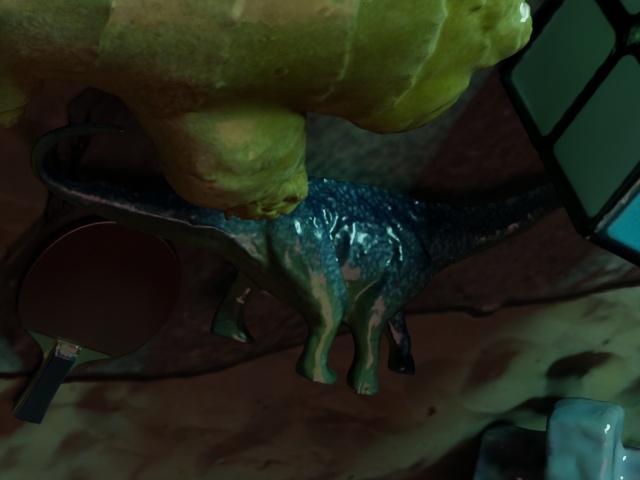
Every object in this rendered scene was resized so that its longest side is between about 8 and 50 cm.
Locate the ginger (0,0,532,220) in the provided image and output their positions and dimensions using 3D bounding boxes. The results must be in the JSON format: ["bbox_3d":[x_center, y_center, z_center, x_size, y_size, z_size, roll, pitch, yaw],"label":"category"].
[{"bbox_3d":[-0.079,-0.129,0.933,0.375,0.166,0.236,0,144,7],"label":"ginger"}]

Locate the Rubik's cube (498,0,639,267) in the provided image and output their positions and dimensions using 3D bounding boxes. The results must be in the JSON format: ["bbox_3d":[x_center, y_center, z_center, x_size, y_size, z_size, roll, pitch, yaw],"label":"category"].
[{"bbox_3d":[0.230,-0.082,0.986,0.167,0.180,0.183,24,119,-26],"label":"Rubik's cube"}]

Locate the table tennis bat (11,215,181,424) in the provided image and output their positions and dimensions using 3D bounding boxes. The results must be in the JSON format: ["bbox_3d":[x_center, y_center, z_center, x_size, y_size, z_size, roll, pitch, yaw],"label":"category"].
[{"bbox_3d":[-0.146,0.050,1.097,0.095,0.014,0.158,19,117,-27],"label":"table tennis bat"}]

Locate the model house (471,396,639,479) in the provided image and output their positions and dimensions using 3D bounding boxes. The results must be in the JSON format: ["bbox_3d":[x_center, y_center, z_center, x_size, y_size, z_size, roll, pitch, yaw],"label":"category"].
[{"bbox_3d":[0.251,0.283,1.148,0.360,0.297,0.339,7,99,22],"label":"model house"}]

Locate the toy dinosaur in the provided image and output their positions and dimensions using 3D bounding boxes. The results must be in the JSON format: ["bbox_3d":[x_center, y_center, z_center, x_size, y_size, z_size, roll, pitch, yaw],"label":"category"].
[{"bbox_3d":[0.002,0.011,1.069,0.363,0.076,0.147,5,102,-18],"label":"toy dinosaur"}]
